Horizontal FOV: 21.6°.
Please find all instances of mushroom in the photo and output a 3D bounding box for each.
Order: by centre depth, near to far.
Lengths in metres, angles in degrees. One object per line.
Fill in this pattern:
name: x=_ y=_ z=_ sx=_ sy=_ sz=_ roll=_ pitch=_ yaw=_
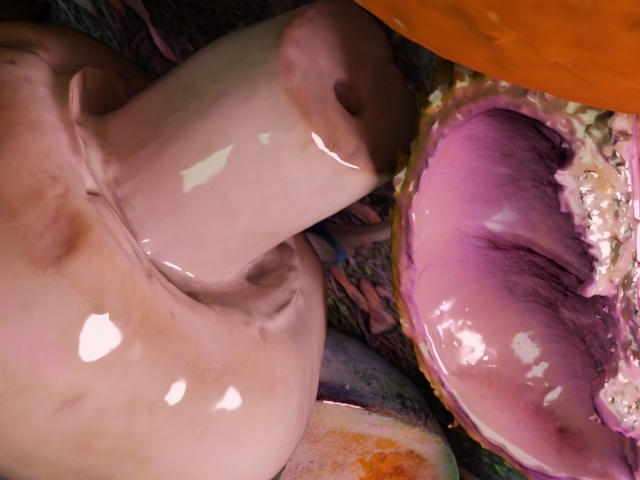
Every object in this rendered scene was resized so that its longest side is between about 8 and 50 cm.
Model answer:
mushroom: x=-0.130 y=0.017 z=1.037 sx=0.353 sy=0.325 sz=0.353 roll=26 pitch=140 yaw=24

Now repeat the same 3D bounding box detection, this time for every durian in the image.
durian: x=0.133 y=0.008 z=0.972 sx=0.191 sy=0.112 sz=0.341 roll=17 pitch=136 yaw=42

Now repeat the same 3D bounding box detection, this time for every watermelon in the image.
watermelon: x=0.008 y=0.167 z=1.321 sx=0.175 sy=0.188 sz=0.322 roll=5 pitch=138 yaw=-21

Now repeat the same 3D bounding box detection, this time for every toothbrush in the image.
toothbrush: x=-0.003 y=0.003 z=1.196 sx=0.040 sy=0.040 sz=0.386 roll=49 pitch=151 yaw=-14

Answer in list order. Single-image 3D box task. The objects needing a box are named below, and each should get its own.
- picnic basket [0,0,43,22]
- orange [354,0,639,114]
picnic basket: x=-0.395 y=-0.105 z=1.263 sx=0.321 sy=0.291 sz=0.254 roll=25 pitch=150 yaw=5
orange: x=0.117 y=-0.236 z=0.430 sx=0.424 sy=0.326 sz=0.424 roll=25 pitch=129 yaw=35
